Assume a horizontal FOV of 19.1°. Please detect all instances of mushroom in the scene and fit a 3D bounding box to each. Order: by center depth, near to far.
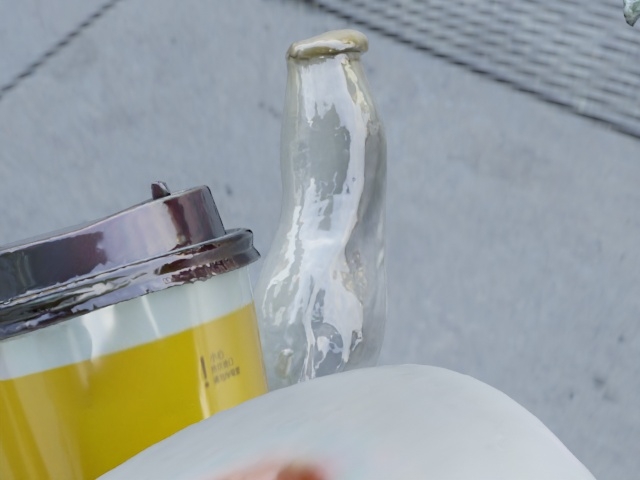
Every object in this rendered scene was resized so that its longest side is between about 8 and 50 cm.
[{"bbox_3d":[0.002,0.000,1.511,0.109,0.097,0.351,17,71,-33],"label":"mushroom"}]

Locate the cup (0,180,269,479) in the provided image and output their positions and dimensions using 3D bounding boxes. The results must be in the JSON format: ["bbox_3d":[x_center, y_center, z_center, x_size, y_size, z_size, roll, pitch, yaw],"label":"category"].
[{"bbox_3d":[-0.104,0.117,1.021,0.196,0.196,0.279,-15,94,-5],"label":"cup"}]

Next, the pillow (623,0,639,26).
[{"bbox_3d":[0.291,-0.258,1.008,0.283,0.310,0.138,-7,29,-24],"label":"pillow"}]

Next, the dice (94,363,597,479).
[{"bbox_3d":[0.017,0.245,0.788,0.277,0.304,0.304,-29,104,-17],"label":"dice"}]
